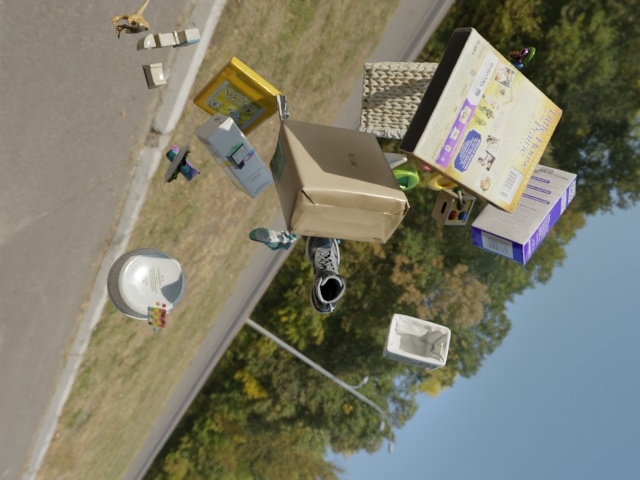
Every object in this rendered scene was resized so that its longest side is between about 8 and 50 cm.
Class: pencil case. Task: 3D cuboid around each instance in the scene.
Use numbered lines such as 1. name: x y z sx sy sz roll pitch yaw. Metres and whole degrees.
1. pencil case: -0.580 -0.323 2.217 0.070 0.151 0.064 -39 -174 36

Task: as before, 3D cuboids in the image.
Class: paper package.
1. paper package: 0.036 -0.165 1.455 0.324 0.310 0.168 -106 -149 -43

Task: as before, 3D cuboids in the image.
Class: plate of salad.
1. plate of salad: -0.560 -0.299 2.080 0.200 0.048 0.199 -48 -157 27

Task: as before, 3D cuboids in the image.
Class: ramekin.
1. ramekin: -0.615 0.152 1.895 0.272 0.273 0.127 -56 -160 -25

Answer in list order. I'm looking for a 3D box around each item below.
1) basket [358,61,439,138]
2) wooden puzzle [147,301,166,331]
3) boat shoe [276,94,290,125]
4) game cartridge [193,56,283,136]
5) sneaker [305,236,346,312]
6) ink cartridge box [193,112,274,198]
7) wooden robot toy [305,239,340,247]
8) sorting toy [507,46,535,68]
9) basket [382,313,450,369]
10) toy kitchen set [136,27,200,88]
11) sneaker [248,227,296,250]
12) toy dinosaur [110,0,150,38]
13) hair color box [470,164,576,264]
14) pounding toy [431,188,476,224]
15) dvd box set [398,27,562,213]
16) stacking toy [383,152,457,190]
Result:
1. basket: 0.347 -0.530 1.987 0.328 0.332 0.266 -39 134 -60
2. wooden puzzle: -0.408 0.191 1.316 0.006 0.050 0.083 -52 148 -70
3. boat shoe: -0.115 -0.409 1.671 0.046 0.038 0.125 105 -23 -61
4. game cartridge: -0.345 -0.595 2.241 0.324 0.285 0.052 -24 -138 46
5. sneaker: 0.020 0.080 1.530 0.153 0.102 0.268 158 -71 -78
6. ink cartridge box: -0.312 -0.307 1.907 0.117 0.278 0.201 -41 -150 -9
7. wooden robot toy: 0.000 0.000 1.720 0.173 0.076 0.079 -29 180 -36
8. sorting toy: 0.597 -0.555 1.592 0.061 0.042 0.102 -65 -167 -3
9. basket: 0.264 0.290 1.482 0.103 0.167 0.113 98 8 -63
10. toy kitchen set: -0.517 -0.620 1.808 0.207 0.165 0.122 -24 -157 -35
11. sneaker: -0.166 0.004 1.795 0.065 0.167 0.076 -109 -147 -45
12. toy dinosaur: -0.487 -0.577 1.392 0.211 0.112 0.064 -116 -165 -44
13. hair color box: 0.657 -0.097 1.704 0.339 0.185 0.110 -47 139 -20
14. pounding toy: 0.473 -0.125 1.847 0.100 0.130 0.141 45 -53 48
15. dvd box set: 0.410 -0.276 1.305 0.062 0.421 0.307 32 -81 53
16. stacking toy: 0.337 -0.287 1.784 0.309 0.280 0.130 67 20 -66
